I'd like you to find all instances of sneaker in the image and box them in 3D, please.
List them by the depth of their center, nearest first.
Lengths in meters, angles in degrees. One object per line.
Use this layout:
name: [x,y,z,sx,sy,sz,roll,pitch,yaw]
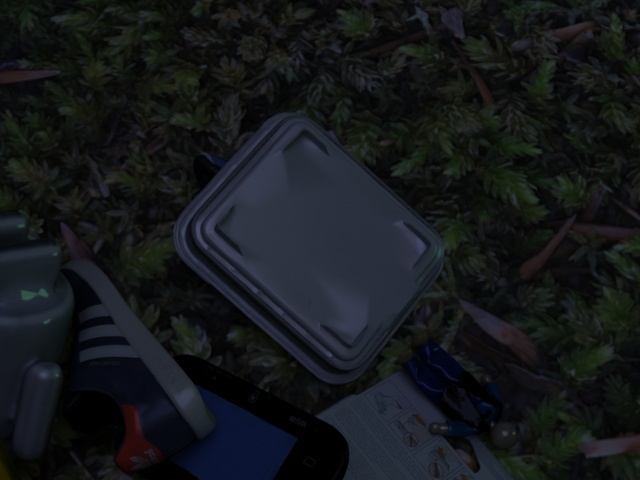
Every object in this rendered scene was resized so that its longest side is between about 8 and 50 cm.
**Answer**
sneaker: [-0.281,0.156,1.369,0.148,0.131,0.350,-37,47,-13]
sneaker: [-0.088,-0.070,1.562,0.211,0.080,0.081,31,60,2]

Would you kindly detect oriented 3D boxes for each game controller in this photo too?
game controller: [-0.114,0.257,1.333,0.319,0.067,0.166,21,79,34]

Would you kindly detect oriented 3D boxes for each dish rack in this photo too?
dish rack: [0.000,0.000,1.474,0.333,0.072,0.285,42,67,-5]

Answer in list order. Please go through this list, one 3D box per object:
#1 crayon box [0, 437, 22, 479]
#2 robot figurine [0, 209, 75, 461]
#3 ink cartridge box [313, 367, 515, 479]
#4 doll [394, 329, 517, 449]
crayon box: [-0.483,0.396,1.193,0.363,0.106,0.313,-24,111,-12]
robot figurine: [-0.421,0.140,1.319,0.200,0.353,0.300,-7,36,-48]
ink cartridge box: [0.115,0.314,1.388,0.239,0.060,0.275,-23,64,-40]
doll: [0.185,0.211,1.441,0.189,0.046,0.129,42,55,10]
